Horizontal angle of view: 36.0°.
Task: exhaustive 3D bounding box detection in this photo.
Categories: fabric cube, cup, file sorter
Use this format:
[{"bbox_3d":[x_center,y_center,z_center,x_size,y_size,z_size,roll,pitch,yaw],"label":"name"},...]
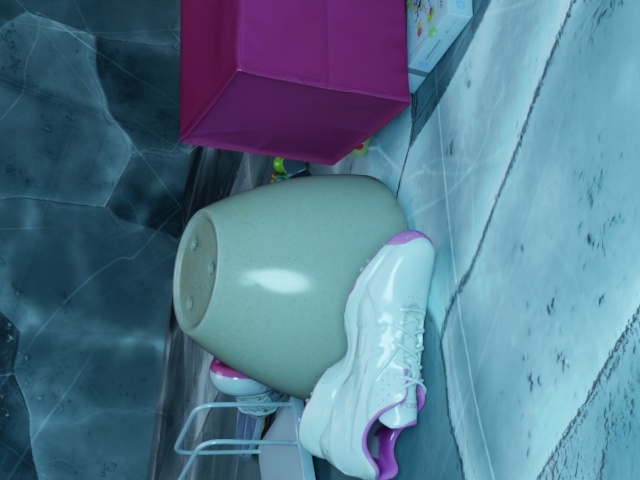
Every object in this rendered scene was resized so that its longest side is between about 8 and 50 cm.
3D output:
[{"bbox_3d":[-0.046,-0.281,1.388,0.254,0.259,0.258,149,124,-60],"label":"fabric cube"},{"bbox_3d":[-0.062,0.054,1.345,0.331,0.237,0.331,-28,57,57],"label":"cup"},{"bbox_3d":[-0.114,0.396,1.463,0.193,0.173,0.278,120,148,-48],"label":"file sorter"}]

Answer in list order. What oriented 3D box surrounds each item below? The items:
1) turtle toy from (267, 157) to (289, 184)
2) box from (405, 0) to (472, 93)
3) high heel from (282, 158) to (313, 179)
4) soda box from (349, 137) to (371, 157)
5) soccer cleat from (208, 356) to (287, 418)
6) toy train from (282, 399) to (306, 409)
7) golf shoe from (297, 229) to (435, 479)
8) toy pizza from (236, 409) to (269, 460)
[{"bbox_3d":[-0.070,-0.108,1.916,0.095,0.066,0.130,-123,45,-68],"label":"turtle toy"},{"bbox_3d":[0.147,-0.308,1.329,0.186,0.038,0.145,131,146,-60],"label":"box"},{"bbox_3d":[0.000,0.000,1.645,0.186,0.093,0.261,60,-165,-70],"label":"high heel"},{"bbox_3d":[0.037,-0.206,1.608,0.181,0.061,0.058,-105,30,-57],"label":"soda box"},{"bbox_3d":[-0.098,0.232,1.589,0.331,0.116,0.143,-15,-66,-78],"label":"soccer cleat"},{"bbox_3d":[-0.019,0.244,1.533,0.125,0.046,0.166,-110,34,-62],"label":"toy train"},{"bbox_3d":[0.085,0.142,1.168,0.140,0.115,0.306,30,105,42],"label":"golf shoe"},{"bbox_3d":[-0.124,0.320,1.884,0.201,0.032,0.201,-170,90,-76],"label":"toy pizza"}]
